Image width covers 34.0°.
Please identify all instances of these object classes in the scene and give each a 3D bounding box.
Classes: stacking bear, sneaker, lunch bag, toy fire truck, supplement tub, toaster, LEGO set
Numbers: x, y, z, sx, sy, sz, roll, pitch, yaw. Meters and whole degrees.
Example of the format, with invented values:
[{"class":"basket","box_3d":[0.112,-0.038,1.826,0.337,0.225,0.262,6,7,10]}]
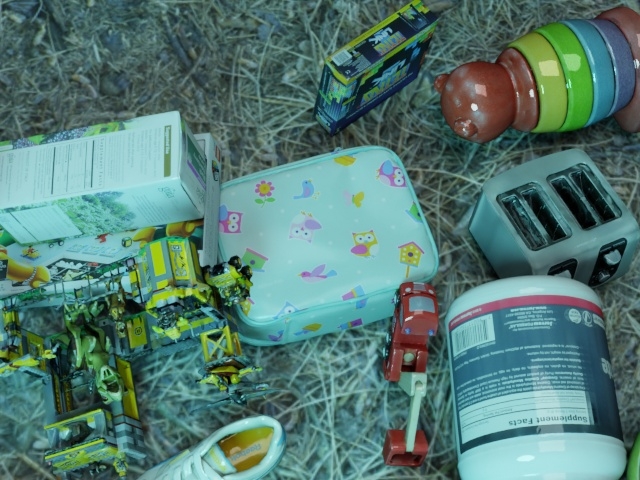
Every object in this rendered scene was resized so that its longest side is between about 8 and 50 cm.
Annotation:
[{"class":"stacking bear","box_3d":[0.304,-0.215,1.455,0.289,0.164,0.175,-17,68,-10]},{"class":"sneaker","box_3d":[-0.141,0.269,1.192,0.228,0.092,0.087,-33,75,-19]},{"class":"lunch bag","box_3d":[0.000,0.000,1.331,0.279,0.108,0.224,-14,66,-14]},{"class":"toy fire truck","box_3d":[0.107,0.161,1.253,0.047,0.192,0.135,4,36,-7]},{"class":"supplement tub","box_3d":[0.250,0.194,1.227,0.191,0.191,0.272,1,65,-8]},{"class":"toaster","box_3d":[0.300,-0.018,1.370,0.168,0.110,0.186,-19,60,-15]},{"class":"LEGO set","box_3d":[-0.218,0.151,1.134,0.331,0.255,0.192,-15,67,3]}]

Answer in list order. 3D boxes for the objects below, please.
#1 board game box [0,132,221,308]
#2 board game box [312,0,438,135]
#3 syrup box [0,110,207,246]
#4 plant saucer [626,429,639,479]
[{"class":"board game box","box_3d":[-0.275,-0.021,1.279,0.305,0.053,0.193,-6,64,11]},{"class":"board game box","box_3d":[0.073,-0.235,1.433,0.170,0.141,0.048,-37,73,-22]},{"class":"syrup box","box_3d":[-0.258,-0.069,1.213,0.236,0.093,0.096,-10,62,9]},{"class":"plant saucer","box_3d":[0.426,0.307,1.230,0.241,0.037,0.241,14,68,-39]}]
